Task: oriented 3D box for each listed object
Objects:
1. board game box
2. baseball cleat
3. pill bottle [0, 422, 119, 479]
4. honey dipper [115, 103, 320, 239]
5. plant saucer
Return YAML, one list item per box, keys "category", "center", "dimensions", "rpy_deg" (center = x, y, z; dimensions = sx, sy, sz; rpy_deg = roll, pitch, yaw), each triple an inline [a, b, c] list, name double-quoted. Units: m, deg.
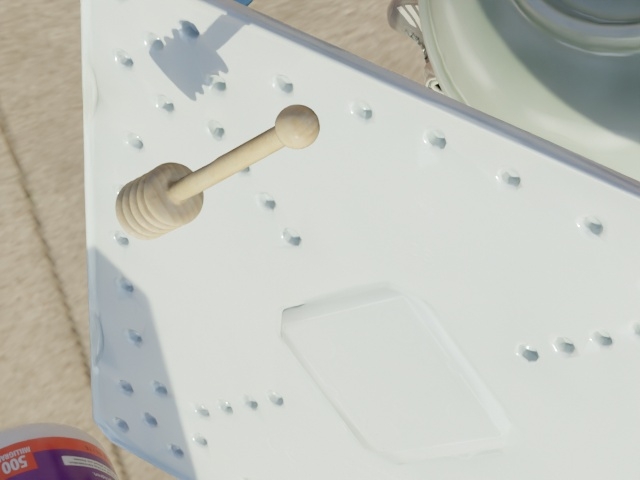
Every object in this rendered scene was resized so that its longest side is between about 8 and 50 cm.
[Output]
- category: "board game box"
  center: [0.048, 0.059, 0.918]
  dimensions: [0.390, 0.050, 0.390]
  rpy_deg: [26, 140, 17]
- category: "baseball cleat"
  center: [0.113, -0.197, 1.713]
  dimensions: [0.072, 0.206, 0.109]
  rpy_deg: [28, 82, -25]
- category: "pill bottle"
  center: [-0.238, 0.336, 1.601]
  dimensions: [0.181, 0.323, 0.181]
  rpy_deg: [-17, 137, -17]
- category: "honey dipper"
  center: [-0.044, -0.029, 0.744]
  dimensions: [0.030, 0.161, 0.030]
  rpy_deg: [7, 76, -29]
- category: "plant saucer"
  center: [0.236, -0.225, 1.216]
  dimensions: [0.400, 0.100, 0.400]
  rpy_deg: [-8, 73, 27]
